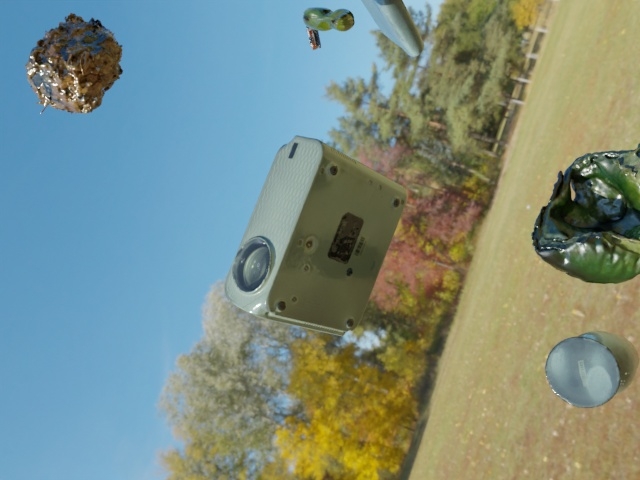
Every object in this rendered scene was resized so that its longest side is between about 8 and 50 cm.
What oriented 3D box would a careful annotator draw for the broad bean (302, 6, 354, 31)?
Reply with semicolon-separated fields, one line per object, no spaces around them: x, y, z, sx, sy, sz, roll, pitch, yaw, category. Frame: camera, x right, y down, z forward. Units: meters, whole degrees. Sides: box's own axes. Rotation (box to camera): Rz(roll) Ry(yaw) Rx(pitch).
0.011;-0.468;1.213;0.213;0.070;0.048;-139;45;-56;broad bean

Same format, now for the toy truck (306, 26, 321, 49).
-0.019;-0.545;1.512;0.024;0.032;0.083;81;175;-81;toy truck

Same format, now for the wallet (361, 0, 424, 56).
0.148;-0.597;1.427;0.251;0.054;0.290;49;-170;-32;wallet

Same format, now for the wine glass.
0.381;0.170;0.788;0.202;0.093;0.092;5;-76;-53;wine glass

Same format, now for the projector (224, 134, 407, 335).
0.000;0.000;0.833;0.198;0.108;0.250;22;-89;-43;projector

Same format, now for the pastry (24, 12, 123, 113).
-0.620;-0.442;1.416;0.193;0.275;0.274;23;-94;-48;pastry

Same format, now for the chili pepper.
0.382;-0.048;0.678;0.265;0.148;0.116;-35;8;22;chili pepper
